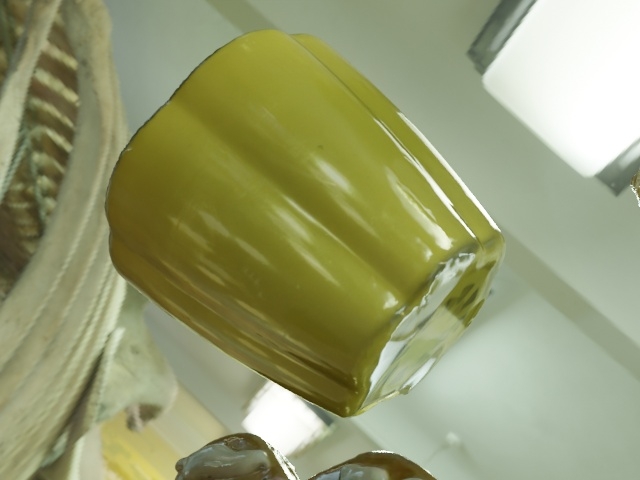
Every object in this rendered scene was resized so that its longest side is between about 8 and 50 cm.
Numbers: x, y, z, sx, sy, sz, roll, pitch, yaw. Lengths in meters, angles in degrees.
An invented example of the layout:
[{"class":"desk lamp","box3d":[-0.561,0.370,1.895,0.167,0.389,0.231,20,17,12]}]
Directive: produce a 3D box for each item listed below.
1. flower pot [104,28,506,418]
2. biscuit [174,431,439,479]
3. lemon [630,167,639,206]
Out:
[{"class":"flower pot","box3d":[0.000,0.000,0.562,0.179,0.195,0.195,40,-23,24]},{"class":"biscuit","box3d":[-0.063,0.316,0.566,0.283,0.432,0.064,-3,-38,38]},{"class":"lemon","box3d":[0.551,-0.078,1.322,0.257,0.188,0.188,1,-48,50]}]
